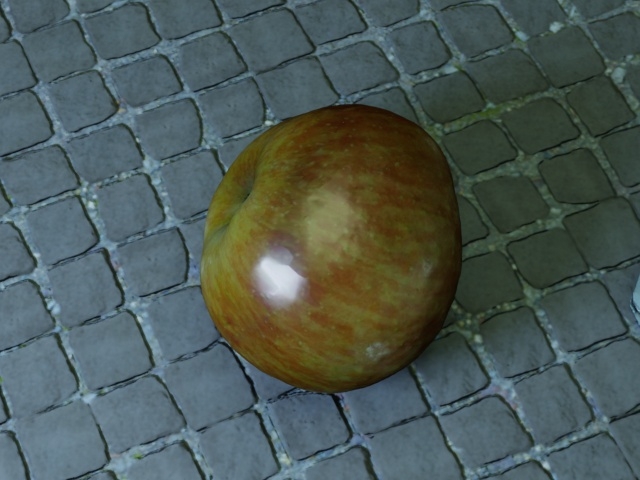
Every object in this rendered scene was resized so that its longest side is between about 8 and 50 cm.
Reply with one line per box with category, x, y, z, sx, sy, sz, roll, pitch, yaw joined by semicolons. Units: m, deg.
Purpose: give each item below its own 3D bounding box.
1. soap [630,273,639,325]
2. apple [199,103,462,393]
soap;0.457;-0.004;1.662;0.150;0.094;0.261;19;60;15
apple;0.000;0.000;1.519;0.250;0.277;0.309;4;43;-28
